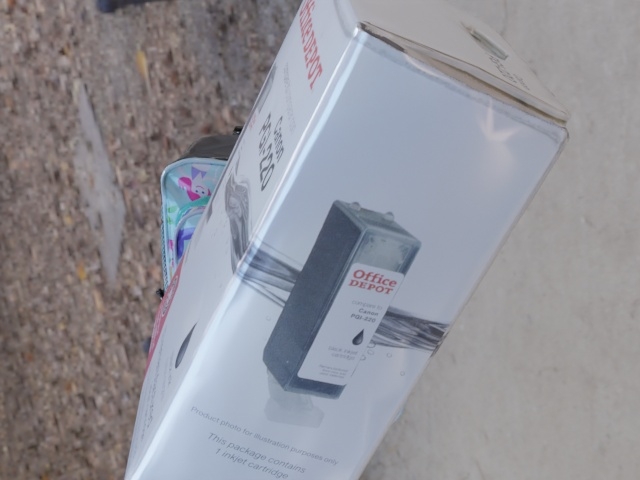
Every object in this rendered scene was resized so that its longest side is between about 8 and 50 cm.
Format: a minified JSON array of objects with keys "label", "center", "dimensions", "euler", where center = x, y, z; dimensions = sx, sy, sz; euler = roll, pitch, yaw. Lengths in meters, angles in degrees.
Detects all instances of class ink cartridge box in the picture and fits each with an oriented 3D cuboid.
[{"label":"ink cartridge box","center":[0.000,0.000,0.422],"dimensions":[0.217,0.092,0.158],"euler":[-60,16,21]}]

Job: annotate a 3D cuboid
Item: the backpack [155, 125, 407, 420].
[{"label":"backpack","center":[-0.022,0.051,0.789],"dimensions":[0.191,0.225,0.253],"euler":[-89,2,-69]}]
